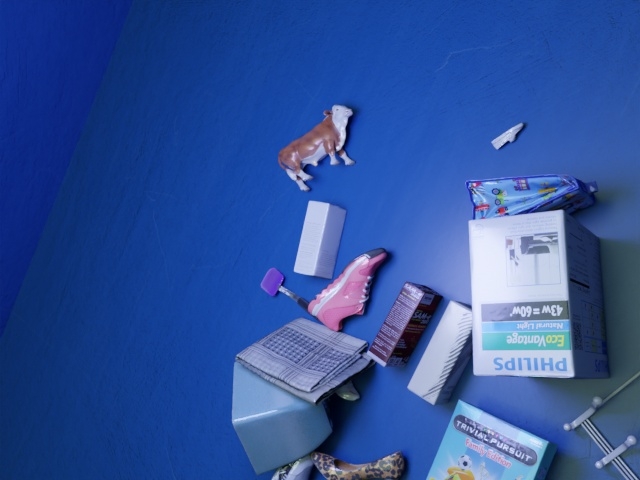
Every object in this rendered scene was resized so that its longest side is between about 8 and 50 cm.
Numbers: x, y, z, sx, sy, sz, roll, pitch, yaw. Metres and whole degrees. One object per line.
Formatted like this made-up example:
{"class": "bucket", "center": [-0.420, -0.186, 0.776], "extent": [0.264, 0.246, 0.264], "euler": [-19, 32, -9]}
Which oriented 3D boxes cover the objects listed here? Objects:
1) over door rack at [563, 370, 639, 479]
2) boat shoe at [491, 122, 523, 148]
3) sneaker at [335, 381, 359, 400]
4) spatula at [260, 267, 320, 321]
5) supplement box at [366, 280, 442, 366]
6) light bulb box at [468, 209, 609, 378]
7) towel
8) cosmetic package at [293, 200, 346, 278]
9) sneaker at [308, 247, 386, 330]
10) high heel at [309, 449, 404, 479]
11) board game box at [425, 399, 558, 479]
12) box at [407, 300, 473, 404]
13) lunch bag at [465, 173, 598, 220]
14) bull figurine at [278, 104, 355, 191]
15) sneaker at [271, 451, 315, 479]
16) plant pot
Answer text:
{"class": "over door rack", "center": [0.759, 0.430, 1.533], "extent": [0.324, 0.108, 0.239], "euler": [-45, 61, 18]}
{"class": "boat shoe", "center": [0.530, -0.291, 1.867], "extent": [0.100, 0.035, 0.035], "euler": [-35, 91, 19]}
{"class": "sneaker", "center": [0.063, 0.418, 2.017], "extent": [0.161, 0.057, 0.075], "euler": [35, 106, 36]}
{"class": "spatula", "center": [-0.090, 0.182, 2.177], "extent": [0.296, 0.030, 0.084], "euler": [32, 96, 33]}
{"class": "supplement box", "center": [0.240, 0.240, 1.892], "extent": [0.073, 0.130, 0.239], "euler": [32, 100, 33]}
{"class": "light bulb box", "center": [0.526, 0.145, 1.588], "extent": [0.225, 0.358, 0.361], "euler": [-7, 76, 34]}
{"class": "towel", "center": [-0.036, 0.338, 1.960], "extent": [0.324, 0.312, 0.056], "euler": [21, 118, 33]}
{"class": "cosmetic package", "center": [0.000, 0.000, 2.102], "extent": [0.085, 0.117, 0.231], "euler": [9, 85, 33]}
{"class": "sneaker", "center": [0.109, 0.152, 2.027], "extent": [0.314, 0.116, 0.136], "euler": [-46, 77, 19]}
{"class": "high heel", "center": [0.108, 0.628, 1.916], "extent": [0.261, 0.093, 0.186], "euler": [28, 103, 16]}
{"class": "board game box", "center": [0.401, 0.606, 1.657], "extent": [0.254, 0.079, 0.336], "euler": [18, 82, 42]}
{"class": "box", "center": [0.351, 0.306, 1.820], "extent": [0.094, 0.113, 0.275], "euler": [28, 98, 32]}
{"class": "lunch bag", "center": [0.554, -0.106, 1.699], "extent": [0.293, 0.221, 0.138], "euler": [-15, 73, 30]}
{"class": "bull figurine", "center": [0.002, -0.303, 2.167], "extent": [0.310, 0.101, 0.188], "euler": [-31, 67, 24]}
{"class": "sneaker", "center": [-0.071, 0.813, 1.989], "extent": [0.210, 0.137, 0.366], "euler": [34, 96, 25]}
{"class": "plant pot", "center": [-0.102, 0.497, 1.967], "extent": [0.252, 0.248, 0.247], "euler": [-14, 33, 4]}
